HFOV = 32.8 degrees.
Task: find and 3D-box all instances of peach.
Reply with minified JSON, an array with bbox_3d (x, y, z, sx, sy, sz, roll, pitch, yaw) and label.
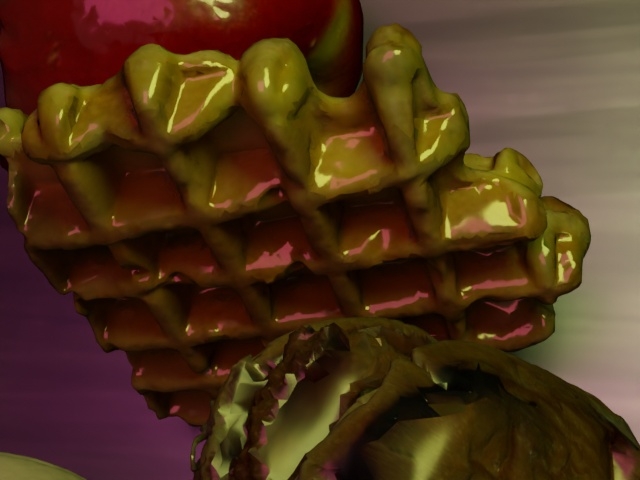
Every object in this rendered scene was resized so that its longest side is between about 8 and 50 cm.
[{"bbox_3d":[-0.094,-0.115,0.543,0.226,0.190,0.196,37,91,28],"label":"peach"}]

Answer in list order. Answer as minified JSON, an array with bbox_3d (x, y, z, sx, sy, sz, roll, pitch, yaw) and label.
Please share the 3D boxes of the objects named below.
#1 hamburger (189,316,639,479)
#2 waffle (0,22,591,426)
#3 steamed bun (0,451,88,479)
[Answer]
[{"bbox_3d":[0.049,0.128,0.410,0.130,0.206,0.183,-16,53,60],"label":"hamburger"},{"bbox_3d":[0.000,-0.001,0.454,0.219,0.229,0.057,-7,53,12],"label":"waffle"},{"bbox_3d":[-0.113,0.194,0.456,0.131,0.177,0.228,-15,50,-22],"label":"steamed bun"}]
